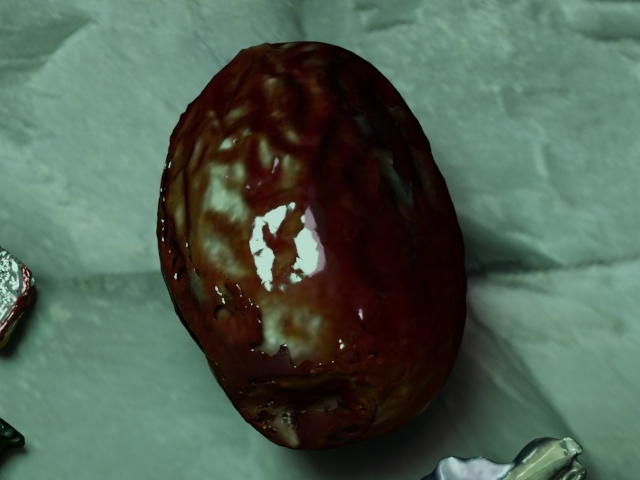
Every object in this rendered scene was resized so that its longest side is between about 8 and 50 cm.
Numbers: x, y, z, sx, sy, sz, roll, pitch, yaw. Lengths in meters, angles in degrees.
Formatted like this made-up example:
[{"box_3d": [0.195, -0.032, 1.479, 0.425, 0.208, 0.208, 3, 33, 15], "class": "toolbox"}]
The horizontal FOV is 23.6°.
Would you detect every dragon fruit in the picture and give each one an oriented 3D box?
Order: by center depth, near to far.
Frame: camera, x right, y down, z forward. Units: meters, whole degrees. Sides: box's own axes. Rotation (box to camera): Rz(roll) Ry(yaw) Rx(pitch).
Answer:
[{"box_3d": [-0.220, 0.029, 0.983, 0.083, 0.060, 0.056, 40, 66, 3], "class": "dragon fruit"}]

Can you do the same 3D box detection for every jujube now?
[{"box_3d": [0.000, 0.000, 0.873, 0.183, 0.183, 0.243, -9, 50, 9], "class": "jujube"}]

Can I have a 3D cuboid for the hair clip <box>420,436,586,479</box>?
[{"box_3d": [0.025, 0.198, 0.808, 0.292, 0.084, 0.106, -35, 52, -14], "class": "hair clip"}]

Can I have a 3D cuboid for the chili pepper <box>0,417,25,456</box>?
[{"box_3d": [-0.311, 0.175, 0.879, 0.148, 0.116, 0.264, 21, 66, 28], "class": "chili pepper"}]
